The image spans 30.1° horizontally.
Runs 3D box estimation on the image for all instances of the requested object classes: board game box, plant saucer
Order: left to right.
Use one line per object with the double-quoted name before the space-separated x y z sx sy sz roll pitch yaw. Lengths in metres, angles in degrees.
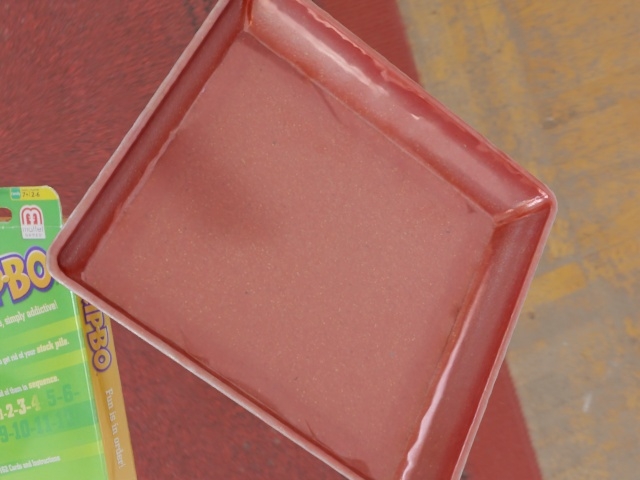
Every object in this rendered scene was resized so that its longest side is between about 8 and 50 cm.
"board game box" -0.184 0.091 0.759 0.039 0.124 0.259 -31 116 -56
"plant saucer" 0.000 0.000 0.702 0.258 0.048 0.259 36 54 -13
